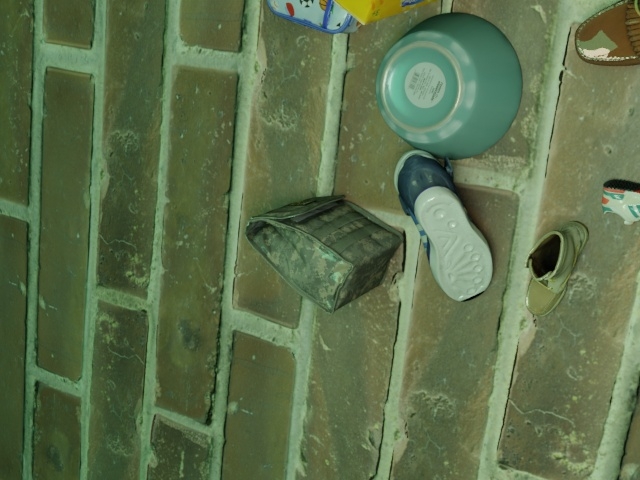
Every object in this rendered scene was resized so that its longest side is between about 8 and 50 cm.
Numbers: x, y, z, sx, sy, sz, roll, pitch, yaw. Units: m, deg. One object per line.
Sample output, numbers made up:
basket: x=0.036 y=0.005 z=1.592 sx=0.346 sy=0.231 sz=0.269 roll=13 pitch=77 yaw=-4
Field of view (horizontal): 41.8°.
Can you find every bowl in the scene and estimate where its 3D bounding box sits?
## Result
bowl: x=0.236 y=-0.313 z=1.716 sx=0.312 sy=0.163 sz=0.311 roll=7 pitch=103 yaw=32

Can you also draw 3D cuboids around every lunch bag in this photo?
lunch bag: x=0.000 y=0.000 z=1.876 sx=0.287 sy=0.235 sz=0.169 roll=34 pitch=121 yaw=22
lunch bag: x=0.022 y=-0.613 z=1.823 sx=0.243 sy=0.115 sz=0.303 roll=26 pitch=113 yaw=23

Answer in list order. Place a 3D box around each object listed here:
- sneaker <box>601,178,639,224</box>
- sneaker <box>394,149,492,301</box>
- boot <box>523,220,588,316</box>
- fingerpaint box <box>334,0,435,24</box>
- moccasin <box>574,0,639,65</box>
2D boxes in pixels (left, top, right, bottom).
sneaker: x=0.616 y=-0.063 z=1.597 sx=0.161 sy=0.057 sz=0.075 roll=17 pitch=124 yaw=27
sneaker: x=0.255 y=-0.049 z=1.790 sx=0.130 sy=0.236 sz=0.322 roll=-25 pitch=128 yaw=6
boot: x=0.445 y=0.066 z=1.653 sx=0.077 sy=0.165 sz=0.213 roll=31 pitch=112 yaw=24
fingerpaint box: x=0.224 y=-0.607 z=1.451 sx=0.163 sy=0.445 sz=0.371 roll=44 pitch=135 yaw=17
moccasin: x=0.634 y=-0.382 z=1.462 sx=0.380 sy=0.147 sz=0.139 roll=1 pitch=99 yaw=32
